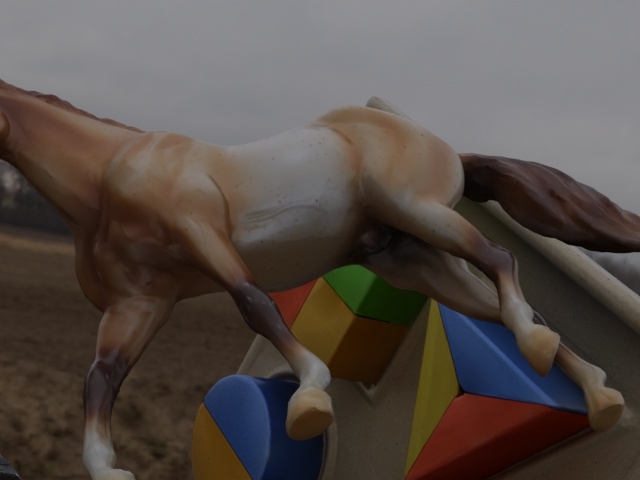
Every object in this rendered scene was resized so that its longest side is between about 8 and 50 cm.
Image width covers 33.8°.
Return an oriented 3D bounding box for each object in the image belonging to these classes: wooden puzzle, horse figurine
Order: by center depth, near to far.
[{"bbox_3d":[0.000,0.000,0.365,0.263,0.066,0.174,-7,41,-26],"label":"horse figurine"},{"bbox_3d":[0.027,0.121,0.640,0.081,0.347,0.322,10,24,-36],"label":"wooden puzzle"}]

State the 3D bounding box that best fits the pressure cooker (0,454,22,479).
[{"bbox_3d":[-0.487,0.289,0.829,0.421,0.369,0.375,12,-7,12],"label":"pressure cooker"}]
